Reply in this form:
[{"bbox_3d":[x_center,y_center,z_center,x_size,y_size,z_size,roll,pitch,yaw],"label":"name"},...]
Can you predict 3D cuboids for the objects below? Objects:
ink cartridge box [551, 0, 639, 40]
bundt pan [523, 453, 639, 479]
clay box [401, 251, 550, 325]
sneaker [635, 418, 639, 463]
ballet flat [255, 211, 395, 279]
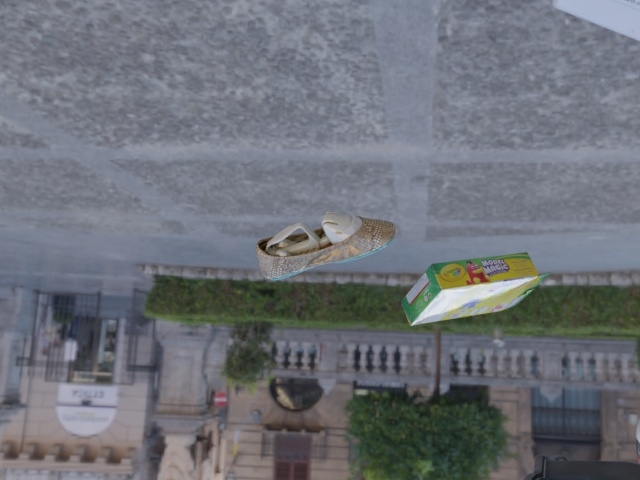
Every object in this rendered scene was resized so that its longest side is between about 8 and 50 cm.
[{"bbox_3d":[0.367,-0.331,0.510,0.151,0.395,0.270,-29,-129,-29],"label":"ink cartridge box"},{"bbox_3d":[0.289,0.342,0.599,0.124,0.330,0.331,-21,158,29],"label":"bundt pan"},{"bbox_3d":[0.261,0.079,1.173,0.222,0.053,0.127,-6,149,-25],"label":"clay box"},{"bbox_3d":[0.698,0.390,1.133,0.350,0.148,0.131,11,-154,39],"label":"sneaker"},{"bbox_3d":[0.000,0.000,0.976,0.206,0.073,0.067,-19,123,14],"label":"ballet flat"}]
